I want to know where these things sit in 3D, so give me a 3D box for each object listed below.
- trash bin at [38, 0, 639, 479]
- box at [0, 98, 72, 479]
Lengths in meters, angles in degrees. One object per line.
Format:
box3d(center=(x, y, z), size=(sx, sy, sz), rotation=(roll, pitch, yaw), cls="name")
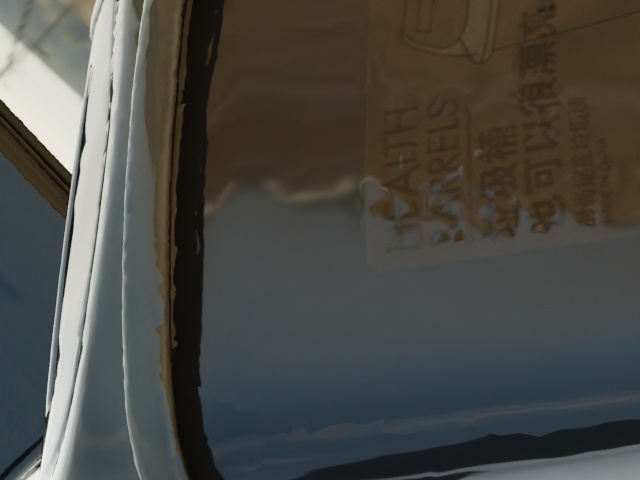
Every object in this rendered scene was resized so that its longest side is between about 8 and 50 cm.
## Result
box3d(center=(0.062, -0.007, 0.453), size=(0.182, 0.290, 0.209), rotation=(46, -139, -53), cls="trash bin")
box3d(center=(-0.199, 0.010, 0.945), size=(0.230, 0.160, 0.050), rotation=(46, -175, 2), cls="box")
